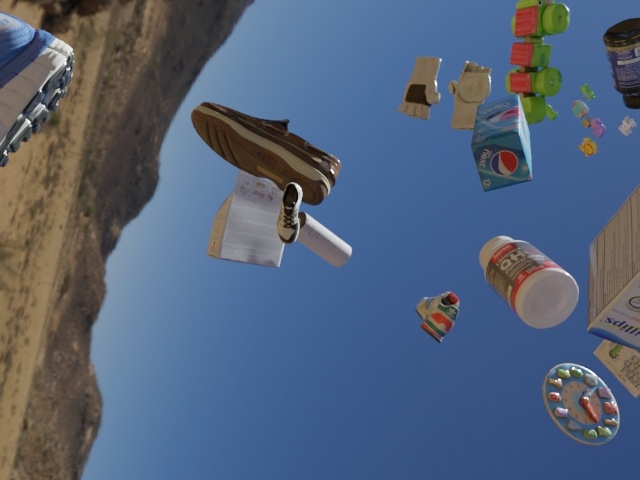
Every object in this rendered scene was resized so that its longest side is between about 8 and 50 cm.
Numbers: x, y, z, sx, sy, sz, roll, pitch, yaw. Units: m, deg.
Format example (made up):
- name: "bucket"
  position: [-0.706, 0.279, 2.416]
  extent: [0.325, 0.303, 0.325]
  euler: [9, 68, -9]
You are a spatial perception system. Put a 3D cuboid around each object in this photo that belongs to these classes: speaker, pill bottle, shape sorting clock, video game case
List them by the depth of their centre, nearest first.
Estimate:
- name: "speaker"
  position: [0.000, 0.000, 1.356]
  extent: [0.055, 0.136, 0.055]
  euler: [-34, -144, 30]
- name: "video game case"
  position: [0.730, 0.260, 1.562]
  extent: [0.143, 0.019, 0.157]
  euler: [56, -46, 41]
- name: "shape sorting clock"
  position: [0.634, 0.393, 1.627]
  extent: [0.040, 0.206, 0.206]
  euler: [123, -25, -49]
- name: "pill bottle"
  position: [0.837, -0.466, 1.785]
  extent: [0.122, 0.219, 0.123]
  euler: [-21, -147, 15]
- name: "pill bottle"
  position: [0.578, 0.104, 1.919]
  extent: [0.318, 0.176, 0.176]
  euler: [-118, -132, -66]

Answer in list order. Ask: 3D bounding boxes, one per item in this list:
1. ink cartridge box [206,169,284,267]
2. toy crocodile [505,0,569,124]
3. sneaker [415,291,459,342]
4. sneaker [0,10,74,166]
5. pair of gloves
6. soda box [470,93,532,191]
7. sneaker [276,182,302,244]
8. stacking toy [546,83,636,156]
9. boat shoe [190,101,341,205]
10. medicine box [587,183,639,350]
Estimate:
- name: "ink cartridge box"
  position: [-0.151, -0.061, 1.544]
  extent: [0.066, 0.189, 0.232]
  euler: [10, -92, 45]
- name: "toy crocodile"
  position: [0.473, -0.427, 1.507]
  extent: [0.115, 0.105, 0.341]
  euler: [19, -68, 54]
- name: "sneaker"
  position: [0.214, 0.122, 1.182]
  extent: [0.075, 0.057, 0.161]
  euler: [-49, -178, 11]
- name: "sneaker"
  position: [-0.405, -0.106, 0.687]
  extent: [0.330, 0.147, 0.130]
  euler: [-59, -170, -21]
- name: "pair of gloves"
  position: [0.350, -0.418, 1.873]
  extent: [0.204, 0.240, 0.042]
  euler: [-69, 157, -11]
- name: "soda box"
  position: [0.264, -0.146, 0.972]
  extent: [0.067, 0.071, 0.210]
  euler: [-14, -159, 21]
- name: "sneaker"
  position: [-0.043, -0.037, 0.889]
  extent: [0.037, 0.031, 0.083]
  euler: [65, 29, -80]
- name: "stacking toy"
  position: [0.778, -0.357, 1.951]
  extent: [0.221, 0.167, 0.052]
  euler: [56, -16, 27]
- name: "boat shoe"
  position: [-0.084, -0.155, 1.083]
  extent: [0.095, 0.257, 0.095]
  euler: [-54, 174, -27]
- name: "medicine box"
  position: [0.699, 0.043, 1.417]
  extent: [0.289, 0.149, 0.263]
  euler: [107, 4, -49]
